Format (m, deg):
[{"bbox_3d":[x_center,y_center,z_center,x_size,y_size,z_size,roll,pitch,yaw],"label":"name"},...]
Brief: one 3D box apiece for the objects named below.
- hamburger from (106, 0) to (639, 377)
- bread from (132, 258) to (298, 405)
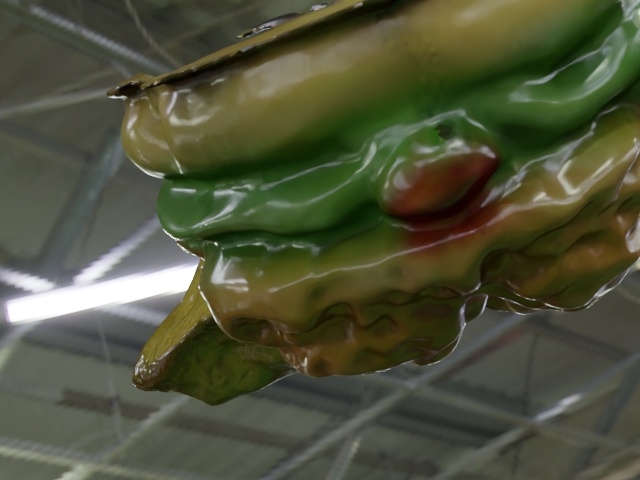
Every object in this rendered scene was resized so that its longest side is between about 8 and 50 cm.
[{"bbox_3d":[0.043,-0.034,0.571,0.237,0.149,0.237,-20,9,3],"label":"hamburger"},{"bbox_3d":[0.000,0.000,0.798,0.160,0.233,0.088,-27,-68,32],"label":"bread"}]
